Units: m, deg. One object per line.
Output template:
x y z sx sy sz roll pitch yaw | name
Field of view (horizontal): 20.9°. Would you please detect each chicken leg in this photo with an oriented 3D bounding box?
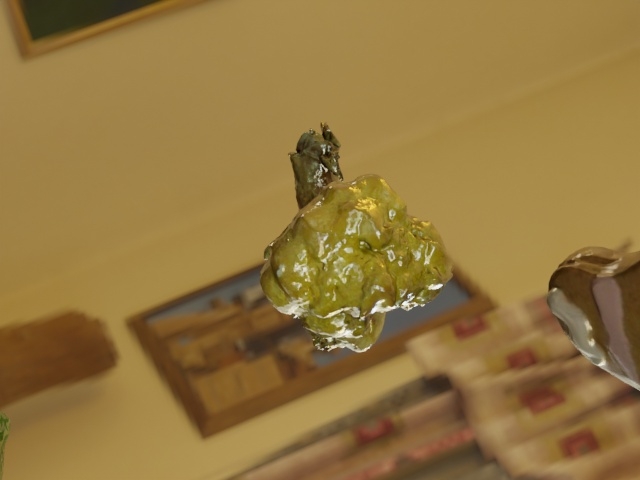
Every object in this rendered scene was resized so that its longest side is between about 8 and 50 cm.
0.000 0.000 1.656 0.088 0.103 0.227 17 57 -73 | chicken leg

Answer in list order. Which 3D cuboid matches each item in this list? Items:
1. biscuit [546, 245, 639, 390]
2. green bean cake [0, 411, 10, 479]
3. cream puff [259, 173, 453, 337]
0.330 0.035 1.234 0.283 0.064 0.432 50 -37 3 | biscuit
-0.260 0.136 0.770 0.125 0.248 0.222 -19 -44 39 | green bean cake
0.032 0.023 1.401 0.116 0.146 0.146 39 -23 15 | cream puff
